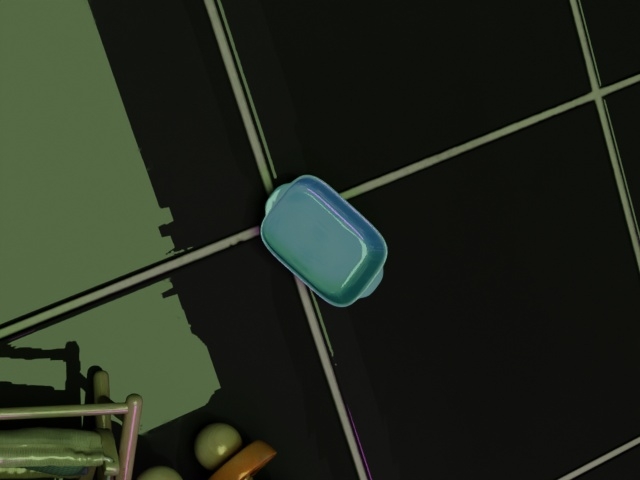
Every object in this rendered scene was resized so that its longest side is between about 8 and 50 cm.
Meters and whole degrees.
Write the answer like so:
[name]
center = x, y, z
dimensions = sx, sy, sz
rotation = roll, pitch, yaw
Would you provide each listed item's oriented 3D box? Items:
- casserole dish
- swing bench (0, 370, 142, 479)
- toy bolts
[casserole dish]
center = 0.000, 0.000, 1.598
dimensions = 0.188, 0.037, 0.114
rotation = 42, 79, -21
[swing bench]
center = -0.343, 0.284, 1.407
dimensions = 0.253, 0.165, 0.255
rotation = 1, 95, -24
[toy bolts]
center = -0.148, 0.331, 1.497
dimensions = 0.218, 0.228, 0.158
rotation = -44, 82, 11
